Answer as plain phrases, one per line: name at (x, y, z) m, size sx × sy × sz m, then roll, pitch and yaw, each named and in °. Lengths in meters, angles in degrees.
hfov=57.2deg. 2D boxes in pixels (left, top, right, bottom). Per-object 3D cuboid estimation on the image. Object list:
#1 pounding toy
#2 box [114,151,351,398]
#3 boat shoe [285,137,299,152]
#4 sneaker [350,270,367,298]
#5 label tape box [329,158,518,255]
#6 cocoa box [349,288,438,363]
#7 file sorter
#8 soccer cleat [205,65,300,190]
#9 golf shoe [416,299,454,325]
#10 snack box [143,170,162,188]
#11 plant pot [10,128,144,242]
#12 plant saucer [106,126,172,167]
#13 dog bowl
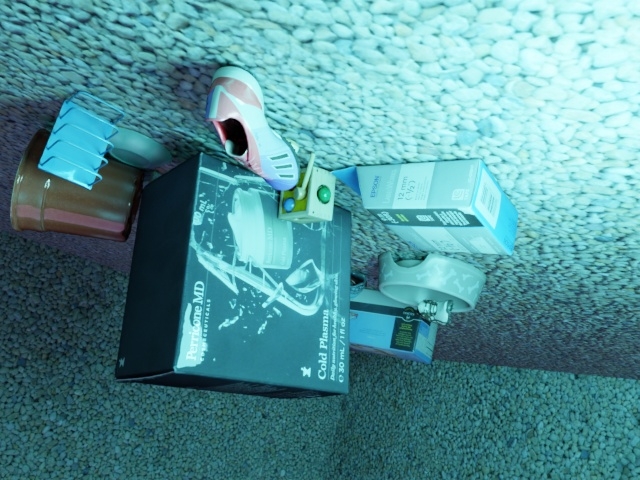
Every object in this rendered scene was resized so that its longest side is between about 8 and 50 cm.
pounding toy at (-0.031, -0.114, 1.316) m, size 0.100 × 0.130 × 0.141 m, roll 12°, pitch 169°, yaw -41°
box at (-0.187, 0.116, 1.416) m, size 0.471 × 0.480 × 0.297 m, roll 18°, pitch 155°, yaw -38°
boat shoe at (-0.124, -0.182, 1.257) m, size 0.170 × 0.059 × 0.063 m, roll 1°, pitch 159°, yaw 39°
sneaker at (0.048, 0.121, 2.110) m, size 0.261 × 0.104 × 0.125 m, roll 16°, pitch 147°, yaw -20°
label tape box at (0.215, -0.065, 1.265) m, size 0.347 × 0.115 × 0.249 m, roll 0°, pitch 159°, yaw 36°
cocoa box at (0.274, 0.343, 2.370) m, size 0.347 × 0.228 × 0.231 m, roll 5°, pitch 161°, yaw 30°
file sorter at (-0.516, -0.219, 1.278) m, size 0.118 × 0.170 × 0.104 m, roll 26°, pitch 158°, yaw -34°
soccer cleat at (-0.127, -0.174, 1.097) m, size 0.108 × 0.117 × 0.318 m, roll 6°, pitch 151°, yaw 21°
golf shoe at (0.349, 0.219, 1.802) m, size 0.093 × 0.077 × 0.198 m, roll 15°, pitch 163°, yaw -1°
snack box at (-0.486, -0.160, 1.685) m, size 0.141 × 0.037 × 0.100 m, roll 1°, pitch 158°, yaw 38°
plant pot at (-0.614, -0.123, 1.526) m, size 0.265 × 0.273 × 0.272 m, roll 14°, pitch 164°, yaw -12°
plant saucer at (-0.470, -0.221, 1.468) m, size 0.194 × 0.038 × 0.195 m, roll 14°, pitch 165°, yaw 4°
dog bowl at (0.341, 0.138, 1.858) m, size 0.348 × 0.102 × 0.349 m, roll 14°, pitch 163°, yaw 4°
